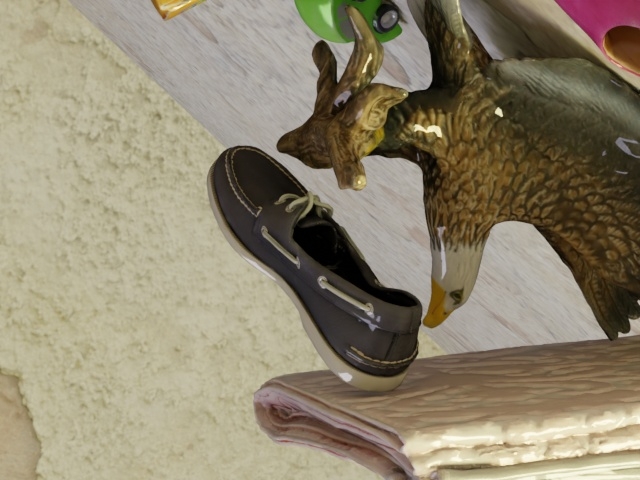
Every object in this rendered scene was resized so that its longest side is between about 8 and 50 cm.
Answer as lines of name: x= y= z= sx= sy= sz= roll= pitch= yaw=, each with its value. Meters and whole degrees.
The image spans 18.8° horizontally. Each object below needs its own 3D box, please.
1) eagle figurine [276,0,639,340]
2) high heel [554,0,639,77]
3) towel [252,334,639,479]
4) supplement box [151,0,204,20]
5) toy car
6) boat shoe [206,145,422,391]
eagle figurine: x=0.129 y=-0.038 z=1.224 sx=0.298 sy=0.225 sz=0.226 roll=12 pitch=-133 yaw=-15
high heel: x=0.172 y=-0.051 z=0.911 sx=0.244 sy=0.117 sz=0.082 roll=38 pitch=175 yaw=24
towel: x=0.154 y=0.104 z=1.198 sx=0.331 sy=0.053 sz=0.317 roll=-4 pitch=-176 yaw=-16
supplement box: x=-0.112 y=-0.245 z=1.108 sx=0.233 sy=0.078 sz=0.080 roll=63 pitch=173 yaw=-2
toy car: x=-0.014 y=-0.198 z=1.361 sx=0.239 sy=0.053 sz=0.225 roll=36 pitch=173 yaw=42
boat shoe: x=0.000 y=0.000 z=1.185 sx=0.075 sy=0.065 sz=0.206 roll=-7 pitch=-134 yaw=-35
